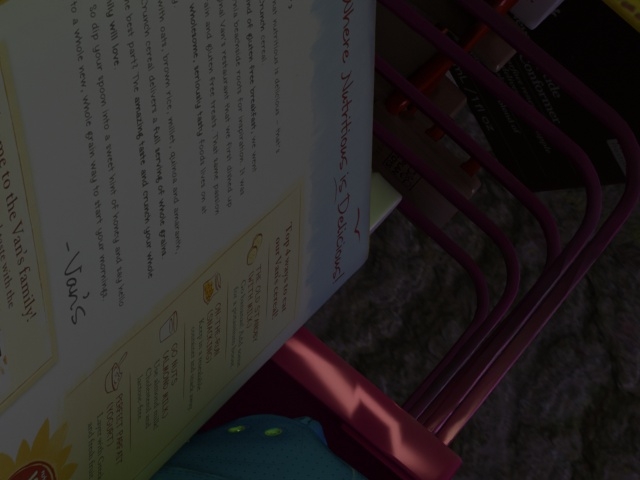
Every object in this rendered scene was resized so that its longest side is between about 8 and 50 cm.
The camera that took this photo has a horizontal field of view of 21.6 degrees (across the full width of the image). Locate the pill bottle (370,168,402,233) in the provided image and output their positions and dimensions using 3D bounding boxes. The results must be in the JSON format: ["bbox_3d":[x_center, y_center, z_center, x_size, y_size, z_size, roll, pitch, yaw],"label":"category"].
[{"bbox_3d":[-0.028,-0.038,0.613,0.065,0.116,0.065,-47,178,-2],"label":"pill bottle"}]

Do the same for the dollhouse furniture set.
[{"bbox_3d":[0.101,-0.136,1.009,0.259,0.135,0.262,-46,177,-30],"label":"dollhouse furniture set"}]

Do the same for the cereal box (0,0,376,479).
[{"bbox_3d":[-0.059,-0.012,0.446,0.240,0.047,0.173,-44,144,-47],"label":"cereal box"}]

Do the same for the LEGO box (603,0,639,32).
[{"bbox_3d":[0.320,-0.113,0.418,0.372,0.500,0.193,-51,176,29],"label":"LEGO box"}]

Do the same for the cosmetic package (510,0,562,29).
[{"bbox_3d":[0.272,-0.341,1.126,0.284,0.097,0.377,-47,178,-41],"label":"cosmetic package"}]

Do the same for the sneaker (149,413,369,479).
[{"bbox_3d":[-0.066,0.105,0.530,0.126,0.240,0.091,-30,122,-50],"label":"sneaker"}]

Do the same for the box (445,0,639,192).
[{"bbox_3d":[0.274,-0.157,1.338,0.143,0.191,0.381,-39,-162,-30],"label":"box"}]

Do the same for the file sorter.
[{"bbox_3d":[0.000,0.000,0.792,0.182,0.202,0.290,-49,178,-16],"label":"file sorter"}]
